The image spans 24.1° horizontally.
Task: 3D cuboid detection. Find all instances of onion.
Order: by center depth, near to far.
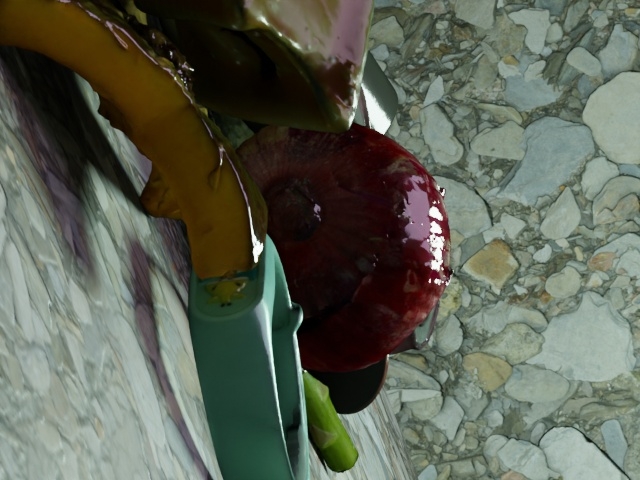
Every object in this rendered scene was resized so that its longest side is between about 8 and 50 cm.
[{"bbox_3d":[0.000,0.000,1.412,0.246,0.246,0.190,69,14,18],"label":"onion"}]

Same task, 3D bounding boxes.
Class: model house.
[{"bbox_3d":[-0.096,-0.223,1.143,0.268,0.173,0.239,13,-20,42],"label":"model house"}]

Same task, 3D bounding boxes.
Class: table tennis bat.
[{"bbox_3d":[0.009,0.089,1.884,0.021,0.154,0.274,3,54,-42],"label":"table tennis bat"}]

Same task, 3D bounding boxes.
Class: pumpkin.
[{"bbox_3d":[-0.135,-0.102,1.081,0.258,0.095,0.290,55,-2,-17],"label":"pumpkin"}]

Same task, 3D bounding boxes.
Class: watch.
[{"bbox_3d":[-0.049,0.094,1.166,0.237,0.068,0.195,-95,173,-58],"label":"watch"}]

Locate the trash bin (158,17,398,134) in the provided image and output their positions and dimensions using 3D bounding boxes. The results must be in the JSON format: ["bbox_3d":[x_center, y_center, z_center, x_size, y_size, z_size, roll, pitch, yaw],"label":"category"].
[{"bbox_3d":[-0.061,-0.246,1.834,0.334,0.214,0.214,50,13,-31],"label":"trash bin"}]

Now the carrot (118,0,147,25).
[{"bbox_3d":[-0.178,-0.205,1.305,0.078,0.078,0.298,49,24,-79],"label":"carrot"}]

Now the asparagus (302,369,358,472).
[{"bbox_3d":[-0.002,0.199,1.704,0.041,0.045,0.178,25,-29,42],"label":"asparagus"}]

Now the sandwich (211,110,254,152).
[{"bbox_3d":[-0.115,-0.264,2.027,0.254,0.100,0.288,35,56,-27],"label":"sandwich"}]

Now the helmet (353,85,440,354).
[{"bbox_3d":[0.003,-0.012,1.729,0.271,0.197,0.338,16,53,-76],"label":"helmet"}]
